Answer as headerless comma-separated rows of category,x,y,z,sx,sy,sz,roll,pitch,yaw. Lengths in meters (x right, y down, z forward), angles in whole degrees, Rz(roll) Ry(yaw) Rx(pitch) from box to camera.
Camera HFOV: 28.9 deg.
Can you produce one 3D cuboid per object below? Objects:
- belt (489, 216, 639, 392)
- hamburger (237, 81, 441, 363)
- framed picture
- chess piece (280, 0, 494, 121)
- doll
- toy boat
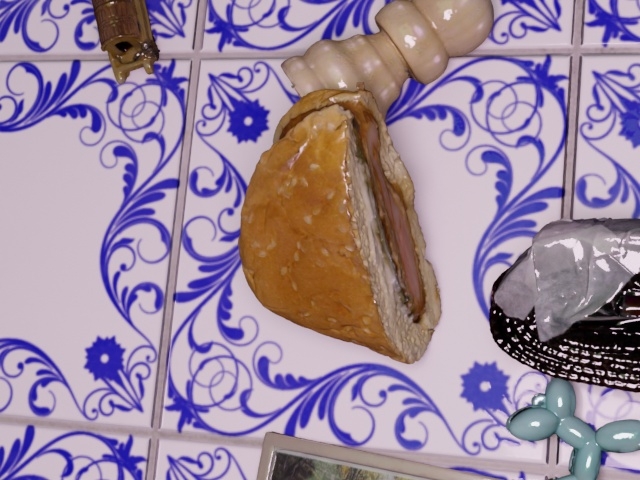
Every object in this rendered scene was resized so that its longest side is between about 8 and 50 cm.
belt,0.326,0.068,1.334,0.289,0.164,0.184,2,103,20
hamburger,-0.001,-0.001,1.434,0.209,0.162,0.330,-5,121,31
framed picture,0.062,0.369,1.453,0.324,0.020,0.241,10,82,19
chess piece,0.091,-0.227,1.507,0.261,0.143,0.143,-35,71,1
doll,0.285,0.229,1.387,0.158,0.059,0.159,9,84,19
toy boat,-0.270,-0.321,1.656,0.068,0.088,0.226,-18,76,15
